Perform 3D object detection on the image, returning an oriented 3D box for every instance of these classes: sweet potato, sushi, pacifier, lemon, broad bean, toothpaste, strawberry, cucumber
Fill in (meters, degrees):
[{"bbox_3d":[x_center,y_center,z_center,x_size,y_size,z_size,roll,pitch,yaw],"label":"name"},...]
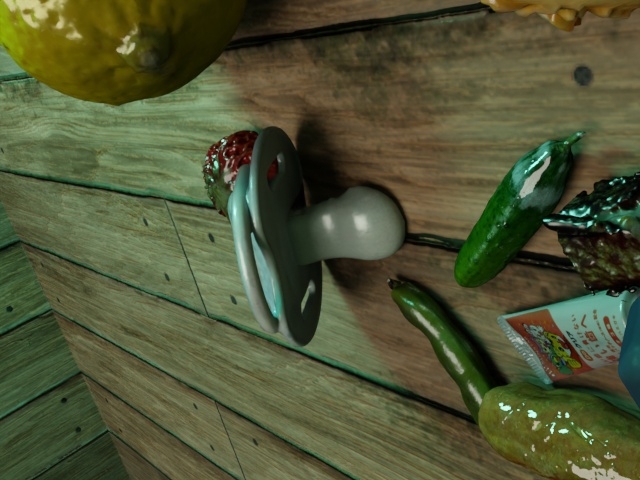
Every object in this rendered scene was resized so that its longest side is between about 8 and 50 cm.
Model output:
[{"bbox_3d":[0.275,0.203,0.710,0.251,0.097,0.097,8,122,44],"label":"sweet potato"},{"bbox_3d":[0.241,-0.010,0.564,0.098,0.094,0.084,50,152,-19],"label":"sushi"},{"bbox_3d":[0.000,0.000,0.865,0.207,0.227,0.279,-7,117,12],"label":"pacifier"},{"bbox_3d":[-0.233,-0.310,0.777,0.336,0.336,0.336,34,140,34],"label":"lemon"},{"bbox_3d":[0.162,0.141,0.844,0.255,0.046,0.065,55,154,10],"label":"broad bean"},{"bbox_3d":[0.254,0.084,0.674,0.089,0.057,0.234,53,156,3],"label":"toothpaste"},{"bbox_3d":[-0.107,-0.081,0.991,0.145,0.086,0.145,36,148,28],"label":"strawberry"},{"bbox_3d":[0.177,-0.019,0.685,0.056,0.056,0.250,46,146,19],"label":"cucumber"}]

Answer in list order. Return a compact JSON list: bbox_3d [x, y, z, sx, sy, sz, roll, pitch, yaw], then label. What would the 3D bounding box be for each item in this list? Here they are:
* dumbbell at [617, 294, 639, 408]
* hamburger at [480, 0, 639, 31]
[{"bbox_3d":[0.337,0.159,0.481,0.325,0.144,0.160,56,161,-10],"label":"dumbbell"},{"bbox_3d":[0.129,-0.268,0.300,0.250,0.330,0.330,-19,101,50],"label":"hamburger"}]
